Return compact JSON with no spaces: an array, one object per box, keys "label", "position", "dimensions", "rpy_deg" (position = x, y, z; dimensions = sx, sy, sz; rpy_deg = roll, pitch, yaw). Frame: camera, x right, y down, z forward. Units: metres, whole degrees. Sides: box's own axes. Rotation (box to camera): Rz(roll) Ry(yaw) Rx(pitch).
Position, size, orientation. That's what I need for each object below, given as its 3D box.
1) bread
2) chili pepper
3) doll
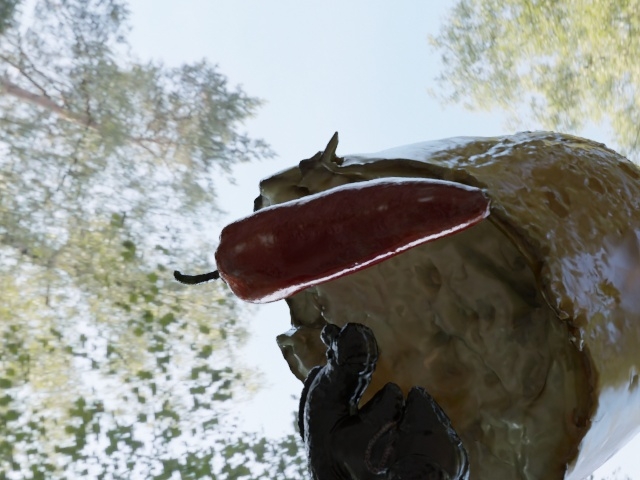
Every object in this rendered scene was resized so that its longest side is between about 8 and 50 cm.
[{"label":"bread","position":[0.180,0.030,0.835],"dimensions":[0.361,0.394,0.250],"rpy_deg":[57,-43,16]},{"label":"chili pepper","position":[0.000,0.000,0.631],"dimensions":[0.272,0.063,0.071],"rpy_deg":[-16,-126,33]},{"label":"doll","position":[0.035,0.135,0.584],"dimensions":[0.139,0.057,0.165],"rpy_deg":[-7,-96,46]}]
